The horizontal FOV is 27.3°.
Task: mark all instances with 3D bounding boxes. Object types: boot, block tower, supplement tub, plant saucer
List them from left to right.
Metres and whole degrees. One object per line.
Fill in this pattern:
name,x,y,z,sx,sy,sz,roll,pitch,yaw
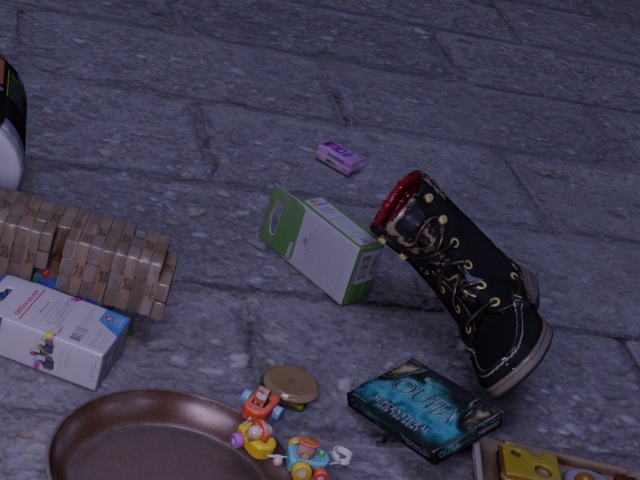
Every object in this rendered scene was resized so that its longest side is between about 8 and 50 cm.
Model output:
supplement tub,-0.553,-0.181,2.040,0.193,0.194,0.316,9,29,-16
block tower,-0.366,0.008,1.819,0.335,0.091,0.097,15,29,-5
plant saucer,-0.175,0.290,1.572,0.310,0.050,0.310,14,28,-8
boot,0.208,0.057,1.986,0.284,0.138,0.377,44,22,-11

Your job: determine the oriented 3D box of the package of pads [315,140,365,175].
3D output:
package of pads,0.037,-0.156,2.488,0.083,0.032,0.050,31,29,24

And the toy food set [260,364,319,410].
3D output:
toy food set,-0.043,0.202,1.828,0.083,0.020,0.082,25,30,14

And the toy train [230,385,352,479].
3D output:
toy train,-0.041,0.234,1.645,0.166,0.046,0.125,28,31,19

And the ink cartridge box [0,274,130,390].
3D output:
ink cartridge box,-0.359,0.120,1.754,0.181,0.062,0.104,20,28,5

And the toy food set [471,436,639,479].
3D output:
toy food set,0.346,0.325,1.751,0.306,0.092,0.220,14,29,-6

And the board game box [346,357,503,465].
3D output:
board game box,0.141,0.230,1.800,0.126,0.026,0.186,-25,34,-29

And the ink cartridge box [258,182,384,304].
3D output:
ink cartridge box,0.000,0.000,2.114,0.062,0.109,0.209,-13,40,-43

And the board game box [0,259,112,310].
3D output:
board game box,-0.390,0.046,1.882,0.210,0.047,0.160,21,29,6
